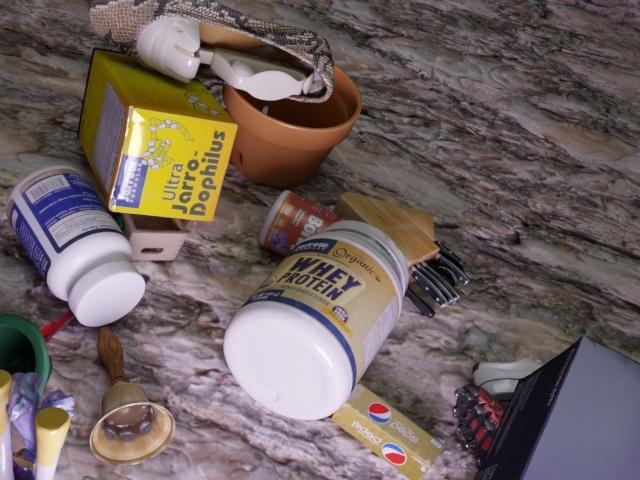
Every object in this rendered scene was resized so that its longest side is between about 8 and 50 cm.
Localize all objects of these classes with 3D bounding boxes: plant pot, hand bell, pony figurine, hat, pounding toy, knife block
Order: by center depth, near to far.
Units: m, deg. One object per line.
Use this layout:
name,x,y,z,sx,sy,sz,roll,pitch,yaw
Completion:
pony figurine,-0.374,0.346,1.102,0.302,0.364,0.351,5,28,-9
hat,-0.447,0.212,1.402,0.173,0.183,0.208,36,84,24
hand bell,-0.318,0.220,1.413,0.126,0.126,0.242,-2,34,-25
pounding toy,-0.344,-0.024,1.655,0.141,0.100,0.130,1,45,-38
knife block,0.154,0.037,1.798,0.275,0.088,0.242,14,41,-10
plant pot,-0.079,-0.249,1.910,0.290,0.204,0.291,12,42,-11

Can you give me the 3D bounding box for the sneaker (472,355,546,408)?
sneaker,0.404,0.257,1.673,0.258,0.094,0.091,5,49,-18

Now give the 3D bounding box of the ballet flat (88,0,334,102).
ballet flat,-0.184,-0.351,1.687,0.482,0.164,0.182,9,43,-24

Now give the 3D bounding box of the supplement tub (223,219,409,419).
supplement tub,0.005,0.125,1.535,0.228,0.228,0.316,31,42,9

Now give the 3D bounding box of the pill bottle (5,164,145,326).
pill bottle,-0.413,0.009,1.531,0.153,0.153,0.265,-16,55,-36

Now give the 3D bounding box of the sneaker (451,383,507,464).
sneaker,0.340,0.354,1.543,0.135,0.098,0.276,-17,57,-36

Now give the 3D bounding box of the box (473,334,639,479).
box,0.339,0.355,1.290,0.178,0.312,0.343,27,71,6

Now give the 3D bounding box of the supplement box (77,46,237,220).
supplement box,-0.314,-0.204,1.677,0.195,0.194,0.356,5,25,-27

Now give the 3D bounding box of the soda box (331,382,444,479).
soda box,0.110,0.319,1.504,0.181,0.061,0.058,35,43,14

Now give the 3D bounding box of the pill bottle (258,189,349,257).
pill bottle,0.000,0.000,1.744,0.216,0.121,0.121,26,41,5
